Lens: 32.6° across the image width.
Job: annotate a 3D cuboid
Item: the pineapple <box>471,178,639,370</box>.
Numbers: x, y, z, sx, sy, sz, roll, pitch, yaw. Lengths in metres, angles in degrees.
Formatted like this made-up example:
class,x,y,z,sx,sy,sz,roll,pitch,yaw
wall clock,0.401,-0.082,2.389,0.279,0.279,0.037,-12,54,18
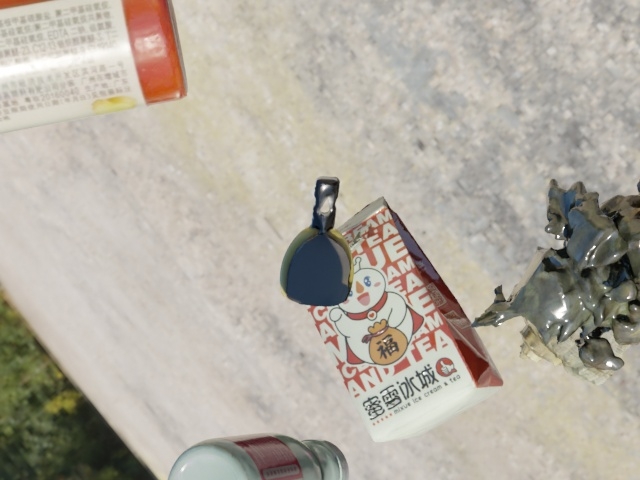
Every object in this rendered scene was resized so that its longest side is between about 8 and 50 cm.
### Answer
class,x,y,z,sx,sy,sz,roll,pitch,yaw
pineapple,0.315,0.017,0.996,0.223,0.357,0.223,171,90,-80

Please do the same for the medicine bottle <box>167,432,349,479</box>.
class,x,y,z,sx,sy,sz,roll,pitch,yaw
medicine bottle,-0.047,0.220,0.993,0.090,0.090,0.216,43,-168,23

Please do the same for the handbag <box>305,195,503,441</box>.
class,x,y,z,sx,sy,sz,roll,pitch,yaw
handbag,0.096,0.101,1.445,0.298,0.171,0.151,64,-162,18

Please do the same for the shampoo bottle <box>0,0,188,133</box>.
class,x,y,z,sx,sy,sz,roll,pitch,yaw
shampoo bottle,-0.233,-0.120,0.724,0.104,0.278,0.104,169,90,-86

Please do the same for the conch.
class,x,y,z,sx,sy,sz,roll,pitch,yaw
conch,0.336,0.099,1.389,0.155,0.207,0.130,55,-155,14

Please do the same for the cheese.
class,x,y,z,sx,sy,sz,roll,pitch,yaw
cheese,0.000,0.001,1.256,0.036,0.086,0.163,-87,2,-59
